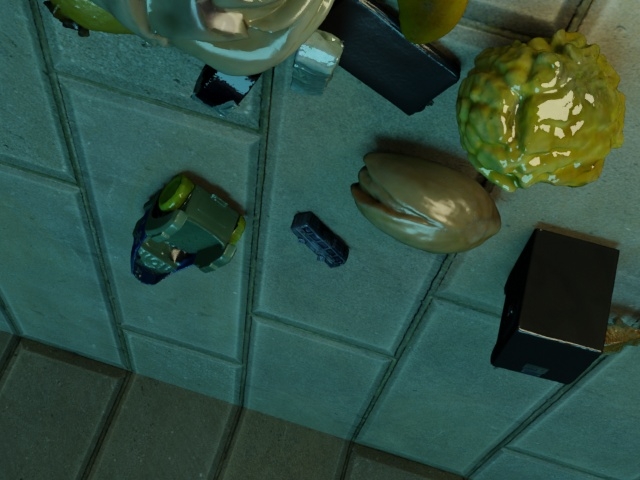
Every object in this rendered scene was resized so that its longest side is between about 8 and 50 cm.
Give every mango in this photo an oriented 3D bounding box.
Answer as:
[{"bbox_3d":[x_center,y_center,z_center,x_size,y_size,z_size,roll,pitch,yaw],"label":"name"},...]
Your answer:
[{"bbox_3d":[0.157,-0.342,1.230,0.103,0.076,0.161,14,155,-1],"label":"mango"}]

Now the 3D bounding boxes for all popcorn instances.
[{"bbox_3d":[0.314,-0.190,1.250,0.249,0.249,0.225,37,-178,-31],"label":"popcorn"}]

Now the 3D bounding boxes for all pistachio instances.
[{"bbox_3d":[0.200,-0.068,1.598,0.293,0.181,0.162,17,114,-4],"label":"pistachio"}]

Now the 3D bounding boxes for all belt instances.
[{"bbox_3d":[-0.147,-0.284,1.422,0.078,0.151,0.198,29,152,-20],"label":"belt"}]

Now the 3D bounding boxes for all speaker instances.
[{"bbox_3d":[0.464,0.139,1.727,0.184,0.232,0.254,15,156,6],"label":"speaker"}]

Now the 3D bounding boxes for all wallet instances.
[{"bbox_3d":[0.105,-0.298,1.370,0.250,0.044,0.149,31,146,-20],"label":"wallet"}]

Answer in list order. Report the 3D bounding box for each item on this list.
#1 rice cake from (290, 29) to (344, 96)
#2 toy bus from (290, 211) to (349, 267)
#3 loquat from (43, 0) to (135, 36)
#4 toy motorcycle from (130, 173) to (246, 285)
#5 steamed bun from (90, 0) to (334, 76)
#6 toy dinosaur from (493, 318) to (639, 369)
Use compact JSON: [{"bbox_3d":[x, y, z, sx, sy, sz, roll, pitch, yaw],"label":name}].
[{"bbox_3d":[-0.008,-0.269,1.310,0.066,0.063,0.336,20,-179,-3],"label":"rice cake"},{"bbox_3d":[0.000,0.000,1.941,0.065,0.047,0.166,-13,138,37],"label":"toy bus"},{"bbox_3d":[-0.309,-0.401,1.235,0.244,0.244,0.244,14,151,8],"label":"loquat"},{"bbox_3d":[-0.345,-0.001,1.982,0.191,0.200,0.326,36,145,-30],"label":"toy motorcycle"},{"bbox_3d":[-0.119,-0.369,1.043,0.368,0.342,0.255,28,-167,-42],"label":"steamed bun"},{"bbox_3d":[0.577,0.225,1.900,0.393,0.092,0.205,-6,179,4],"label":"toy dinosaur"}]
